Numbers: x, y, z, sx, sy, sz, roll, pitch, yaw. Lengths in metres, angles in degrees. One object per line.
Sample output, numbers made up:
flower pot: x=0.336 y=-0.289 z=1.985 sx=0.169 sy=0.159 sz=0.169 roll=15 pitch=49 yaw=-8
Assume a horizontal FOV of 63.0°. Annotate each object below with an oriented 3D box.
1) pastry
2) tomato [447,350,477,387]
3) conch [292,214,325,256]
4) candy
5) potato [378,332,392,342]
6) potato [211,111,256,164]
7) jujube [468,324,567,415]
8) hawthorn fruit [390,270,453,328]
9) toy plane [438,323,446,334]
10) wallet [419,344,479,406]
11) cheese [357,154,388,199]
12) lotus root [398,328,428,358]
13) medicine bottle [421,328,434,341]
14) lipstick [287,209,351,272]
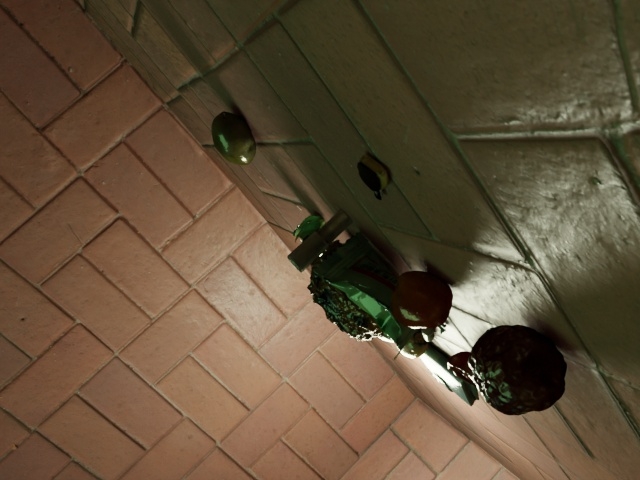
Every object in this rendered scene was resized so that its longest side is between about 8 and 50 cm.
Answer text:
pastry: x=0.126 y=0.190 z=1.975 sx=0.405 sy=0.292 sz=0.337 roll=55 pitch=161 yaw=8
tomato: x=0.546 y=0.447 z=1.782 sx=0.228 sy=0.101 sz=0.228 roll=37 pitch=171 yaw=7
conch: x=-0.040 y=-0.023 z=2.246 sx=0.143 sy=0.137 sz=0.250 roll=42 pitch=169 yaw=30
candy: x=0.187 y=0.162 z=1.735 sx=0.398 sy=0.263 sz=0.172 roll=42 pitch=134 yaw=18
potato: x=0.298 y=0.353 z=2.257 sx=0.165 sy=0.165 sz=0.262 roll=49 pitch=177 yaw=-11
potato: x=-0.338 y=-0.392 z=1.999 sx=0.174 sy=0.159 sz=0.251 roll=18 pitch=152 yaw=16
jujube: x=0.463 y=0.307 z=1.254 sx=0.213 sy=0.213 sz=0.232 roll=46 pitch=166 yaw=6
hawthorn fruit: x=0.298 y=0.175 z=1.536 sx=0.189 sy=0.189 sz=0.189 roll=45 pitch=170 yaw=10
toy plane: x=0.427 y=0.301 z=1.878 sx=0.083 sy=0.033 sz=0.080 roll=56 pitch=169 yaw=-12
wallet: x=0.548 y=0.579 z=2.339 sx=0.360 sy=0.083 sz=0.252 roll=37 pitch=160 yaw=51
cheese: x=0.138 y=-0.146 z=1.306 sx=0.086 sy=0.036 sz=0.162 roll=39 pitch=168 yaw=25
lotus root: x=0.400 y=0.457 z=2.296 sx=0.221 sy=0.118 sz=0.125 roll=117 pitch=148 yaw=-58
medicine bottle: x=0.431 y=0.371 z=2.093 sx=0.047 sy=0.047 sz=0.083 roll=41 pitch=169 yaw=30
lipstick: x=0.000 y=0.000 z=1.833 sx=0.077 sy=0.253 sz=0.079 roll=47 pitch=171 yaw=4
